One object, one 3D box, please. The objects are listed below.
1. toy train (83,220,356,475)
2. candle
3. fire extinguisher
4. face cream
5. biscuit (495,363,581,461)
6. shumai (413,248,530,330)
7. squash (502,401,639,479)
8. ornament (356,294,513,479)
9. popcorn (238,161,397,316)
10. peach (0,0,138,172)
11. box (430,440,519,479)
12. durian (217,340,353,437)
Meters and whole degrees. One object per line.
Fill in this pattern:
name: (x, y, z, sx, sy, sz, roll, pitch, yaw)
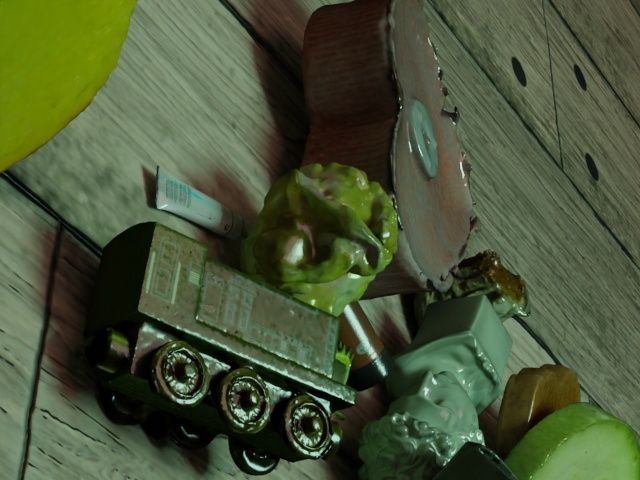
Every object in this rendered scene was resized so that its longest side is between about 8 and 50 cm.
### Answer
toy train: (-0.071, 0.087, 1.155, 0.225, 0.090, 0.137, 27, 57, -33)
candle: (0.066, -0.082, 1.574, 0.287, 0.131, 0.317, 36, 49, -58)
fire extinguisher: (0.006, 0.057, 1.429, 0.062, 0.050, 0.177, -40, 108, -30)
face cream: (-0.104, -0.029, 1.309, 0.115, 0.020, 0.038, 29, 55, -53)
biscuit: (0.241, 0.238, 1.645, 0.334, 0.047, 0.202, 53, 47, -57)
shumai: (0.168, 0.071, 1.651, 0.145, 0.116, 0.146, 46, 33, -42)
squash: (0.233, 0.284, 1.528, 0.252, 0.049, 0.252, -23, 125, -39)
ornament: (0.112, 0.164, 1.469, 0.130, 0.120, 0.285, 62, 25, -15)
popcorn: (0.000, 0.000, 1.338, 0.126, 0.145, 0.126, 56, -15, 18)
peach: (-0.258, -0.197, 0.892, 0.306, 0.242, 0.380, 46, 45, 7)
box: (0.171, 0.312, 1.334, 0.149, 0.155, 0.231, 40, -8, 45)
durian: (-0.028, 0.121, 1.311, 0.215, 0.086, 0.100, 1, 103, -59)
